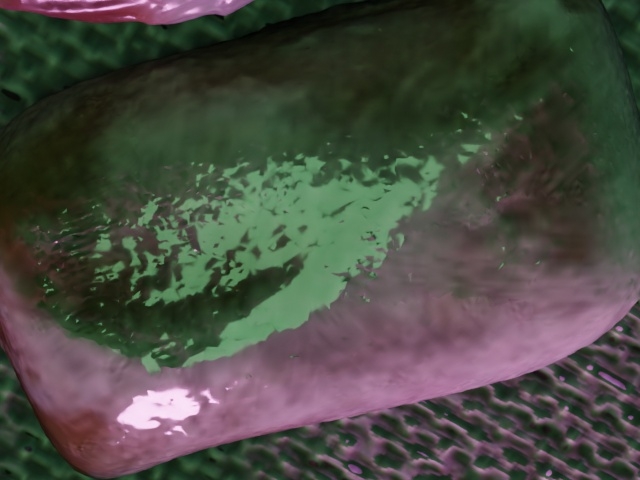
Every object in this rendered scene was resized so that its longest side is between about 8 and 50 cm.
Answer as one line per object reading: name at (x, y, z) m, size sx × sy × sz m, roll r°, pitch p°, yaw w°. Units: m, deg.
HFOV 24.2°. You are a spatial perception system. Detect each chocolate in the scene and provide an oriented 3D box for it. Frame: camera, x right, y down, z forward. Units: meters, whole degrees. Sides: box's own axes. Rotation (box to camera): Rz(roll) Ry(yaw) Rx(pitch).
chocolate at (0.000, 0.000, 0.644) m, size 0.303 × 0.100 × 0.185 m, roll -17°, pitch 104°, yaw -1°

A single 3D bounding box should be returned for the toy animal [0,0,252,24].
toy animal at (-0.006, -0.158, 0.594) m, size 0.324 × 0.090 × 0.195 m, roll 16°, pitch 97°, yaw -9°
